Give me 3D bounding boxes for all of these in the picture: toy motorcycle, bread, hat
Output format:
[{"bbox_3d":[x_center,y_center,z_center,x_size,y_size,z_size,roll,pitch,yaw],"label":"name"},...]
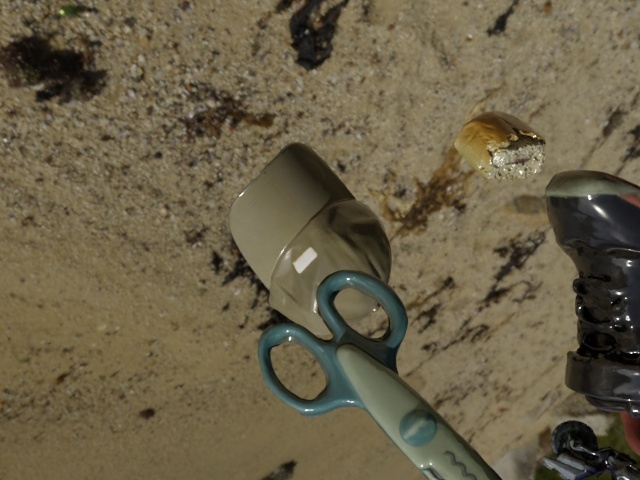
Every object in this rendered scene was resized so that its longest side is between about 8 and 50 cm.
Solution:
[{"bbox_3d":[0.522,0.450,1.215,0.159,0.270,0.106,-58,160,-1],"label":"toy motorcycle"},{"bbox_3d":[0.275,-0.148,1.025,0.125,0.106,0.082,-12,146,-32],"label":"bread"},{"bbox_3d":[0.000,0.000,0.720,0.166,0.144,0.173,-48,152,-10],"label":"hat"}]

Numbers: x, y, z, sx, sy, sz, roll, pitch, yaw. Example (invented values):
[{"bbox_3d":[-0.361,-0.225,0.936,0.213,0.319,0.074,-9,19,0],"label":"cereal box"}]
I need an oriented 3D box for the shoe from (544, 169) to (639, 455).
[{"bbox_3d":[0.248,0.073,0.555,0.137,0.291,0.114,-42,-162,-16],"label":"shoe"}]

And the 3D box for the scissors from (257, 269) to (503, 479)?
[{"bbox_3d":[0.074,0.147,0.554,0.138,0.289,0.041,-40,157,-14],"label":"scissors"}]
